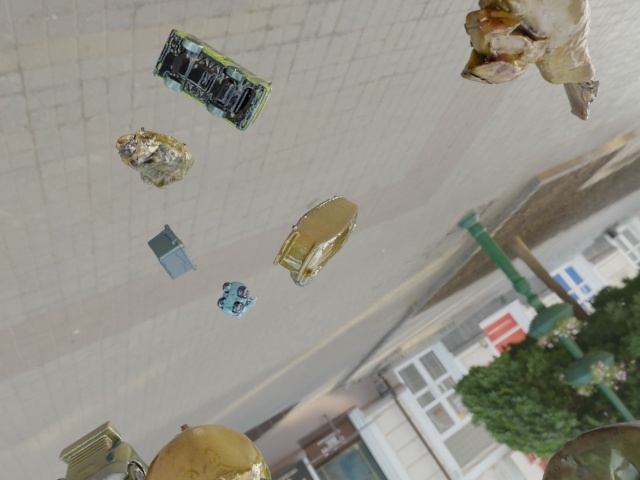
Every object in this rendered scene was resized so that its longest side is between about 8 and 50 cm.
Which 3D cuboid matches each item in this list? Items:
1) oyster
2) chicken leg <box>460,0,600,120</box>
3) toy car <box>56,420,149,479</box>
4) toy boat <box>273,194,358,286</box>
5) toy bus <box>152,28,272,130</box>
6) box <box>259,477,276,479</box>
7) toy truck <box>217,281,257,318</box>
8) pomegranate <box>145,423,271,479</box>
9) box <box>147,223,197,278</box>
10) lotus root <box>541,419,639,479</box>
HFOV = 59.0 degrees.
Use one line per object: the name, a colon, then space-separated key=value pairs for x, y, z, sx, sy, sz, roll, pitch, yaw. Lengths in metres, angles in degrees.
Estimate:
oyster: x=-0.358 y=-0.172 z=1.241 sx=0.129 sy=0.078 sz=0.345 roll=-40 pitch=175 yaw=1
chicken leg: x=0.379 y=-0.357 z=1.025 sx=0.295 sy=0.182 sz=0.409 roll=-49 pitch=123 yaw=-10
toy car: x=-0.554 y=0.700 z=1.571 sx=0.242 sy=0.226 sz=0.336 roll=-33 pitch=127 yaw=-3
toy boat: x=0.000 y=0.000 z=1.112 sx=0.121 sy=0.089 sz=0.321 roll=-65 pitch=171 yaw=26
toy bus: x=-0.249 y=-0.384 z=1.367 sx=0.128 sy=0.262 sz=0.150 roll=-57 pitch=179 yaw=19
box: x=-0.079 y=0.651 z=1.234 sx=0.086 sy=0.225 sz=0.129 roll=-23 pitch=-161 yaw=51
toy truck: x=-0.174 y=0.130 z=1.216 sx=0.073 sy=0.056 sz=0.090 roll=-71 pitch=156 yaw=-11
pomegranate: x=-0.283 y=0.598 z=1.411 sx=0.319 sy=0.319 sz=0.319 roll=-31 pitch=161 yaw=-12
box: x=-0.288 y=0.027 z=1.096 sx=0.054 sy=0.074 sz=0.099 roll=-37 pitch=149 yaw=-16
lotus root: x=0.391 y=0.400 z=0.609 sx=0.111 sy=0.389 sz=0.375 roll=-1 pitch=-170 yaw=-31
